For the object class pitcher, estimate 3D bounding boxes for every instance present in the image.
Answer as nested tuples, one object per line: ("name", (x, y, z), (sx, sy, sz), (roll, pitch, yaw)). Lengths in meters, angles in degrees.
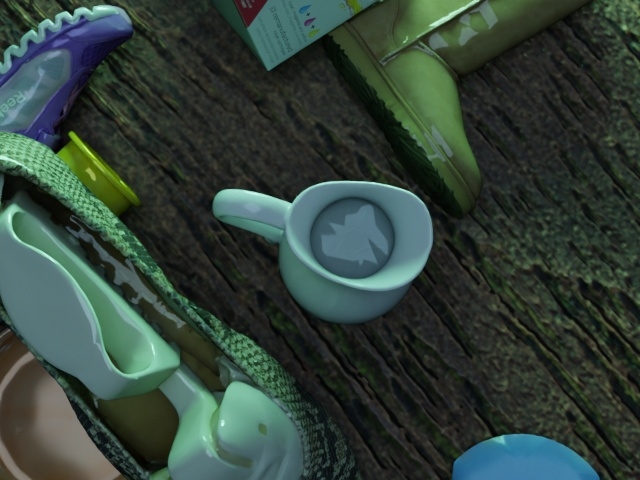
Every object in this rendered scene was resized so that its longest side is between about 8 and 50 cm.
("pitcher", (0.000, 0.000, 0.879), (0.177, 0.207, 0.126), (16, 82, 2))

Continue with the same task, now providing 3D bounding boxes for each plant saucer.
("plant saucer", (-0.232, 0.163, 0.939), (0.199, 0.037, 0.200), (0, 83, 0))

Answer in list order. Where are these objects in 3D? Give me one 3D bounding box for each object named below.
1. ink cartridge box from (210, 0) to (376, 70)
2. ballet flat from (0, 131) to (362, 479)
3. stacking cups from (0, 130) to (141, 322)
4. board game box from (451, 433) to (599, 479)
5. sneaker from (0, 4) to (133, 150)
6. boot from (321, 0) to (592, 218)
("ink cartridge box", (-0.023, -0.275, 0.937), (0.176, 0.128, 0.127), (-34, 54, -5))
("ballet flat", (-0.145, 0.107, 0.824), (0.164, 0.182, 0.483), (-43, 99, 0))
("stacking cups", (-0.313, 0.037, 0.937), (0.316, 0.096, 0.096), (-42, 85, -2))
("board game box", (0.182, 0.264, 0.934), (0.133, 0.033, 0.169), (7, 77, 5))
("sneaker", (-0.268, -0.130, 0.958), (0.236, 0.095, 0.105), (-34, 90, 0))
("boot", (0.169, -0.186, 0.968), (0.269, 0.089, 0.236), (-33, 84, -6))
